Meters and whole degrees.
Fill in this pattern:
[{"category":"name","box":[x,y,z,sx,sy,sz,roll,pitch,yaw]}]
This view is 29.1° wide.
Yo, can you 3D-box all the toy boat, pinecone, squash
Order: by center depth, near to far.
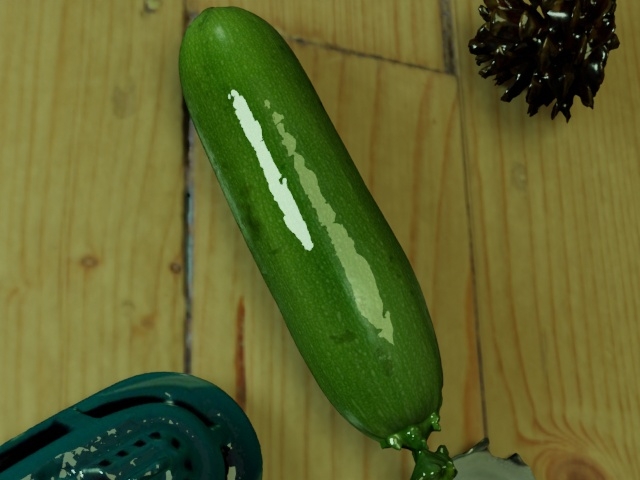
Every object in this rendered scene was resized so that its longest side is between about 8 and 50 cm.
[{"category":"toy boat","box":[-0.148,0.172,0.725,0.299,0.092,0.134,-29,84,-34]},{"category":"squash","box":[0.000,0.000,0.871,0.101,0.101,0.379,-21,84,-34]},{"category":"pinecone","box":[0.187,-0.168,1.029,0.120,0.140,0.140,14,60,12]}]

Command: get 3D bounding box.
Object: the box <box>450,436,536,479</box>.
[{"category":"box","box":[0.138,0.316,0.823,0.264,0.106,0.337,-23,83,-34]}]
